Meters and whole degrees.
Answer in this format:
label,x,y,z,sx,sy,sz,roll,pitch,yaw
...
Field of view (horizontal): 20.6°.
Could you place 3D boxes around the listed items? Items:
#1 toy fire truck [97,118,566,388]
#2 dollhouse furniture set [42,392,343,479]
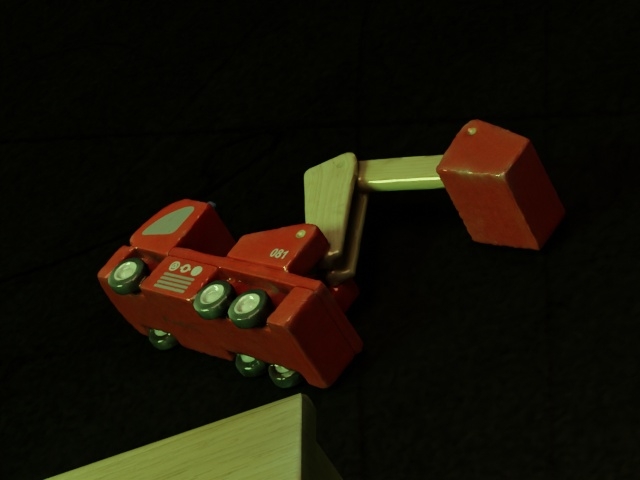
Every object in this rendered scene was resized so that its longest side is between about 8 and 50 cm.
label,x,y,z,sx,sy,sz,roll,pitch,yaw
toy fire truck,0.000,0.000,0.804,0.192,0.047,0.135,12,54,46
dollhouse furniture set,-0.036,0.237,0.438,0.303,0.174,0.355,-20,37,17
